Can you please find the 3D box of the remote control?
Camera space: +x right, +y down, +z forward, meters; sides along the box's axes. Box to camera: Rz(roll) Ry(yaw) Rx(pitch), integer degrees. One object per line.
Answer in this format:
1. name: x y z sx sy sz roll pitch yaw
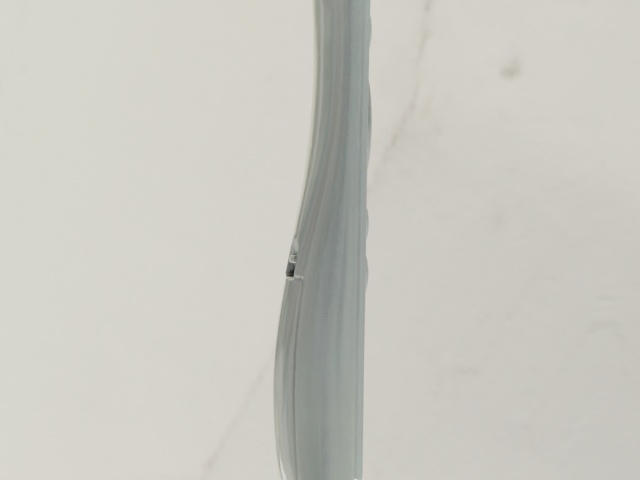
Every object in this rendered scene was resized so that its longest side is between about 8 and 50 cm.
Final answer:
1. remote control: 0.000 0.000 0.527 0.050 0.027 0.184 -176 -93 -78
